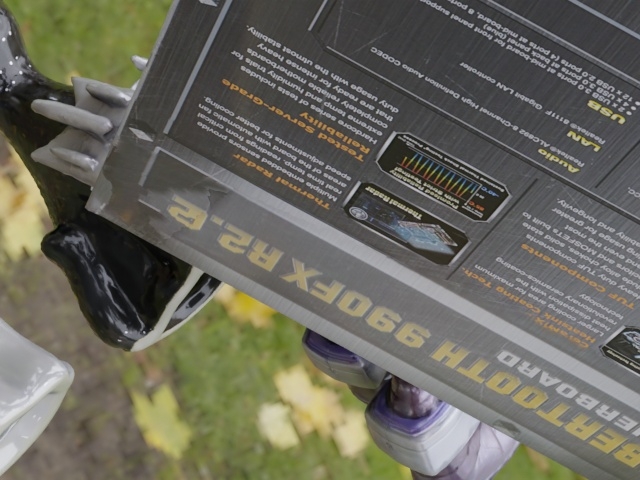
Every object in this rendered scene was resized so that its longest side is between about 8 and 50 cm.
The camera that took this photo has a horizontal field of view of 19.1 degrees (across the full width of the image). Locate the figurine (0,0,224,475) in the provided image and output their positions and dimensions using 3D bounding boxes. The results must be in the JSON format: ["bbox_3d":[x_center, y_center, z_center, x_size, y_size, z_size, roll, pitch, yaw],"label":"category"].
[{"bbox_3d":[-0.169,-0.014,0.853,0.209,0.092,0.215,43,52,8],"label":"figurine"}]

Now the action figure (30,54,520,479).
[{"bbox_3d":[0.000,0.000,0.748,0.185,0.099,0.285,32,-10,33],"label":"action figure"}]

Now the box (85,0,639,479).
[{"bbox_3d":[0.079,-0.010,0.390,0.231,0.183,0.056,28,61,-3],"label":"box"}]
